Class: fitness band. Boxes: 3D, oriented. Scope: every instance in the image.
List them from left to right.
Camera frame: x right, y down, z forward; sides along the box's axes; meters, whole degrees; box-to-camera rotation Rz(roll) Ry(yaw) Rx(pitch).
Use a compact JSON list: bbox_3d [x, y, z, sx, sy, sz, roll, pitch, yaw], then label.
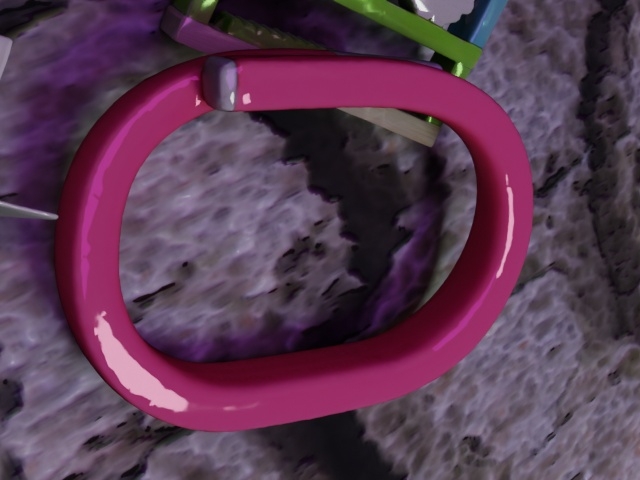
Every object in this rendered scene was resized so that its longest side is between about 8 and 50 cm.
[{"bbox_3d":[0.000,0.000,0.511,0.290,0.054,0.209,-5,108,-30],"label":"fitness band"}]

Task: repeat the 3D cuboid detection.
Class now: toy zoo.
[{"bbox_3d":[0.055,-0.214,0.505,0.192,0.030,0.293,16,107,-34],"label":"toy zoo"}]

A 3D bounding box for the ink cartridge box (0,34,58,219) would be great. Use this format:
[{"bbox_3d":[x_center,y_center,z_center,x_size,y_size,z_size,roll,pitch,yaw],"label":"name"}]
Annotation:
[{"bbox_3d":[-0.202,-0.067,0.356,0.198,0.115,0.067,22,81,-34],"label":"ink cartridge box"}]
